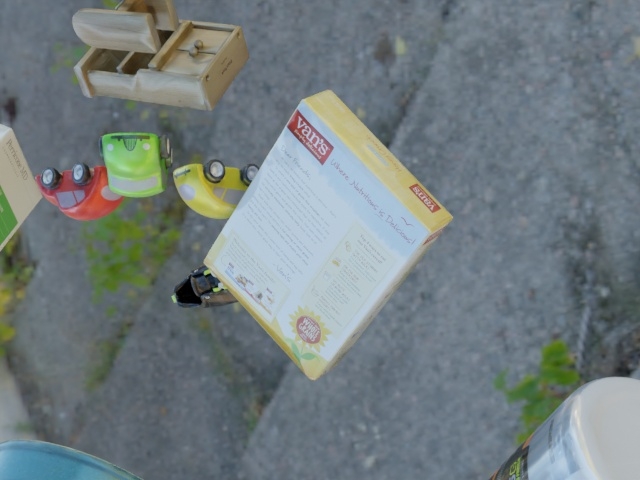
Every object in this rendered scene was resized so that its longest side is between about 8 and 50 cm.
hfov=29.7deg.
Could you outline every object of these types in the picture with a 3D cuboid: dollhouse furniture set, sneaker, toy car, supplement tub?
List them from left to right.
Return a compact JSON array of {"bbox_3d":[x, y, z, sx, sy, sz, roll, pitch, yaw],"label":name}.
[{"bbox_3d":[-0.190,-0.268,1.256,0.160,0.212,0.242,10,138,23],"label":"dollhouse furniture set"},{"bbox_3d":[-0.168,-0.056,1.144,0.225,0.238,0.053,93,176,-82],"label":"toy car"},{"bbox_3d":[-0.149,0.067,1.867,0.234,0.097,0.084,-27,84,48],"label":"sneaker"},{"bbox_3d":[0.232,0.288,1.135,0.194,0.193,0.316,60,137,29],"label":"supplement tub"}]

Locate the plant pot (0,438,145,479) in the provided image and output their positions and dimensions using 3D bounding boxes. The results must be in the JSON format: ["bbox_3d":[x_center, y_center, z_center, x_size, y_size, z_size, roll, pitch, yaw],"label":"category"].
[{"bbox_3d":[-0.303,0.404,1.360,0.271,0.271,0.255,-33,29,52],"label":"plant pot"}]

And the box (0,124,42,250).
[{"bbox_3d":[-0.332,-0.054,1.114,0.101,0.087,0.101,17,146,20],"label":"box"}]

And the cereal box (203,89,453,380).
[{"bbox_3d":[0.000,0.000,1.151,0.173,0.047,0.240,47,131,14],"label":"cereal box"}]
